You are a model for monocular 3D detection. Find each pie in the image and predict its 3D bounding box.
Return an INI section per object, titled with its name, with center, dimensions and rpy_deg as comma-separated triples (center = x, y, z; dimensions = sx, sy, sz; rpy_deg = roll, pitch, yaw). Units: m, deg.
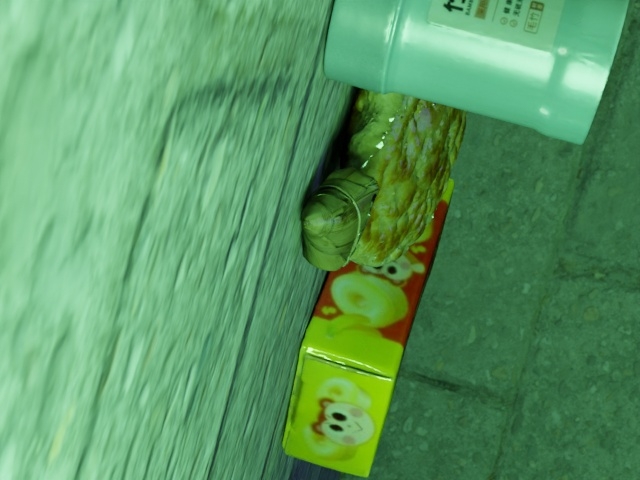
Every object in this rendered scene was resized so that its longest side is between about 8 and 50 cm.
[pie]
center = 0.054, -0.076, 1.005
dimensions = 0.163, 0.079, 0.193
rpy_deg = -24, 130, -73

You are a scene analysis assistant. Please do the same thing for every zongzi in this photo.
[zongzi]
center = 0.000, 0.000, 0.890
dimensions = 0.083, 0.040, 0.076
rpy_deg = -49, 163, -51

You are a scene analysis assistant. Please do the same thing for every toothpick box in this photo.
[toothpick box]
center = 0.088, -0.121, 0.792
dimensions = 0.101, 0.153, 0.101
rpy_deg = 15, 90, -85

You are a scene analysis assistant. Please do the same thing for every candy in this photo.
[candy]
center = 0.046, 0.063, 1.281
dimensions = 0.276, 0.088, 0.146
rpy_deg = -67, 173, -48
